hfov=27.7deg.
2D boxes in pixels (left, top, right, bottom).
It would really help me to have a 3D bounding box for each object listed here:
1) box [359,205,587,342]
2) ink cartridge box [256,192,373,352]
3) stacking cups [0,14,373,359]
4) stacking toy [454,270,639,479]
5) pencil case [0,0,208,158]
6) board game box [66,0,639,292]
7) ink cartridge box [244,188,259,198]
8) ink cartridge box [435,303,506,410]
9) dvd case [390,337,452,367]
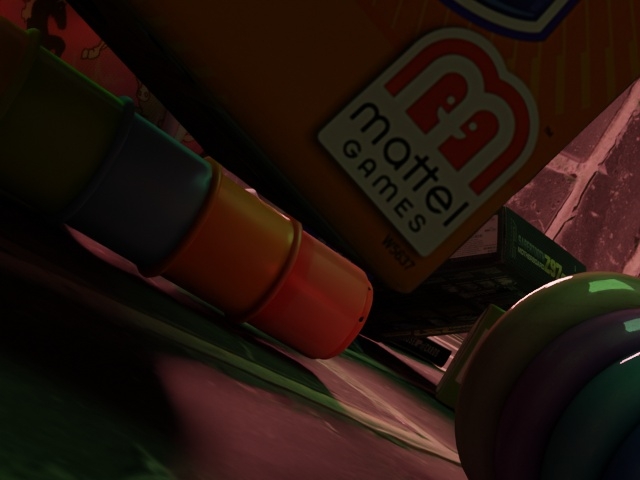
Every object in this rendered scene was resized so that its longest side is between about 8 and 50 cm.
[{"bbox_3d":[0.106,0.037,1.204,0.233,0.059,0.183,-9,-24,33],"label":"box"},{"bbox_3d":[-0.031,-0.074,1.119,0.332,0.065,0.165,63,6,33],"label":"ink cartridge box"},{"bbox_3d":[-0.104,-0.036,0.735,0.316,0.096,0.096,31,1,-26],"label":"stacking cups"},{"bbox_3d":[0.189,0.133,0.533,0.141,0.141,0.330,31,6,-31],"label":"stacking toy"},{"bbox_3d":[-0.065,-0.160,0.919,0.167,0.160,0.386,58,36,-4],"label":"pencil case"},{"bbox_3d":[-0.004,-0.257,0.521,0.356,0.356,0.356,47,-3,-18],"label":"board game box"},{"bbox_3d":[0.000,0.000,1.317,0.206,0.045,0.208,-1,-18,39],"label":"ink cartridge box"},{"bbox_3d":[0.228,0.155,1.174,0.189,0.097,0.255,31,1,19],"label":"ink cartridge box"},{"bbox_3d":[0.025,0.064,1.513,0.239,0.029,0.179,33,1,31],"label":"dvd case"}]
